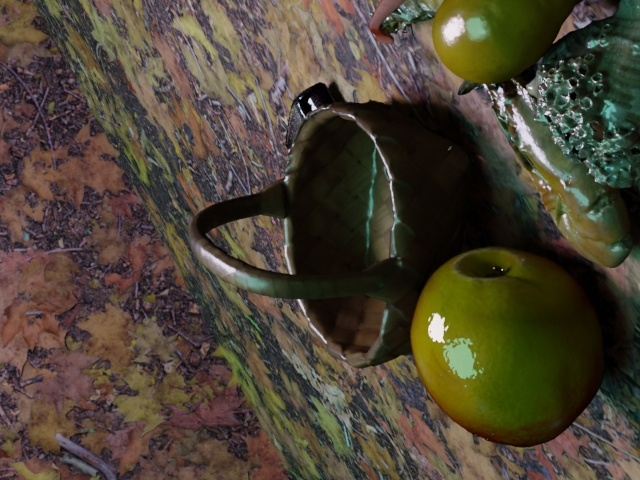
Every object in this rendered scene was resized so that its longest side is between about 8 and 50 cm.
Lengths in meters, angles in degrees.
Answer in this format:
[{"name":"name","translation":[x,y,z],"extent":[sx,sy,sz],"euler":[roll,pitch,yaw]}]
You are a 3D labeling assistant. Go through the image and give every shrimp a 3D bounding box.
[{"name":"shrimp","translation":[0.130,-0.228,1.515],"extent":[0.150,0.051,0.217],"euler":[56,159,-11]},{"name":"shrimp","translation":[0.238,-0.087,1.426],"extent":[0.267,0.061,0.145],"euler":[54,171,9]}]

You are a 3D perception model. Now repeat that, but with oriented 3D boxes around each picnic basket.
[{"name":"picnic basket","translation":[0.000,0.000,1.679],"extent":[0.293,0.337,0.337],"euler":[36,150,51]}]

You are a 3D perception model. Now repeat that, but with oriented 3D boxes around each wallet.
[{"name":"wallet","translation":[0.019,-0.092,1.990],"extent":[0.221,0.071,0.262],"euler":[57,168,6]}]

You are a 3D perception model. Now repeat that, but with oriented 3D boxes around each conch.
[{"name":"conch","translation":[0.278,-0.131,1.180],"extent":[0.178,0.163,0.245],"euler":[23,140,0]}]

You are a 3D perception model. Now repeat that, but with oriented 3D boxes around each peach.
[{"name":"peach","translation":[0.215,0.120,1.568],"extent":[0.231,0.231,0.231],"euler":[51,160,27]},{"name":"peach","translation":[0.172,-0.220,1.220],"extent":[0.103,0.179,0.179],"euler":[36,163,-6]}]

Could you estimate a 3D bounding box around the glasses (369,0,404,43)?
[{"name":"glasses","translation":[0.070,-0.313,1.288],"extent":[0.268,0.118,0.234],"euler":[139,142,-70]}]
